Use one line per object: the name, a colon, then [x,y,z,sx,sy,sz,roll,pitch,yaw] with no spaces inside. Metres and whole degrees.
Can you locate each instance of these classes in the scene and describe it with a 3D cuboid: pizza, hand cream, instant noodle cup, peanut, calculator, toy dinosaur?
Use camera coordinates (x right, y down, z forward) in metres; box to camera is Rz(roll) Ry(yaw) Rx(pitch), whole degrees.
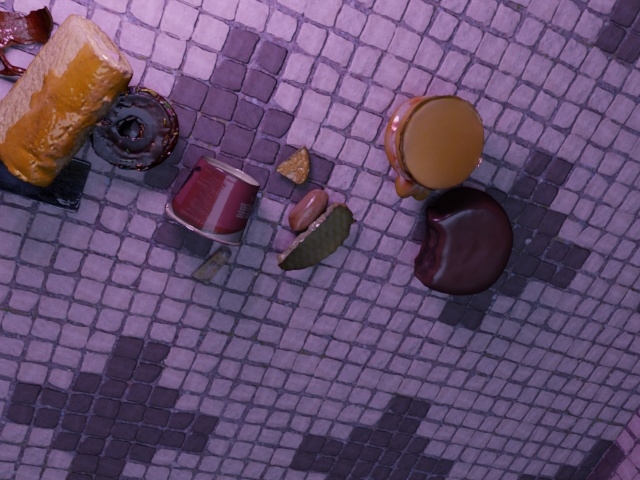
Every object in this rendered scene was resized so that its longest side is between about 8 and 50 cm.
pizza: [-0.083,-0.217,1.893,0.109,0.026,0.122,-5,118,-16]
hand cream: [-0.325,0.075,1.986,0.061,0.039,0.143,35,109,-29]
instant noodle cup: [-0.282,-0.112,1.797,0.235,0.235,0.178,24,101,-23]
peanut: [-0.035,-0.089,1.945,0.076,0.076,0.152,39,97,-27]
calculator: [-0.758,-0.177,1.756,0.262,0.021,0.161,19,111,-22]
toy dinosaur: [-0.792,-0.466,1.545,0.328,0.113,0.206,1,117,-12]

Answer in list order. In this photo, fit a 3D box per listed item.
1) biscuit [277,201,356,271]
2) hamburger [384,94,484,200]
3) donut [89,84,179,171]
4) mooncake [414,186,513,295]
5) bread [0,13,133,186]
biscuit: [0.000,0.000,1.985,0.273,0.036,0.187,-43,147,11]
hamburger: [0.310,-0.260,1.867,0.261,0.186,0.302,-3,98,-16]
donut: [-0.487,-0.299,1.718,0.235,0.089,0.235,-6,119,-11]
mooncake: [0.432,0.012,2.055,0.334,0.174,0.325,-28,117,5]
bread: [-0.615,-0.329,1.574,0.375,0.236,0.165,-47,149,13]
